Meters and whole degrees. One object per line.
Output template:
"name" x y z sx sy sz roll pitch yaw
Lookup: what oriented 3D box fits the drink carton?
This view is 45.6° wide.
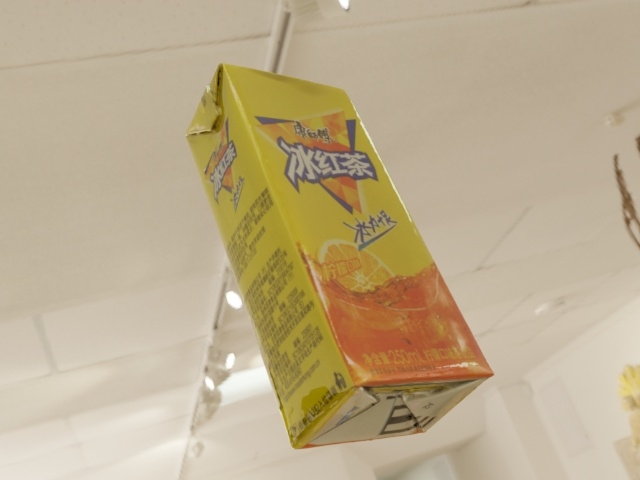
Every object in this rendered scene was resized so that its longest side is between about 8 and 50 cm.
"drink carton" 0.000 0.000 0.692 0.155 0.351 0.111 4 -40 -36
